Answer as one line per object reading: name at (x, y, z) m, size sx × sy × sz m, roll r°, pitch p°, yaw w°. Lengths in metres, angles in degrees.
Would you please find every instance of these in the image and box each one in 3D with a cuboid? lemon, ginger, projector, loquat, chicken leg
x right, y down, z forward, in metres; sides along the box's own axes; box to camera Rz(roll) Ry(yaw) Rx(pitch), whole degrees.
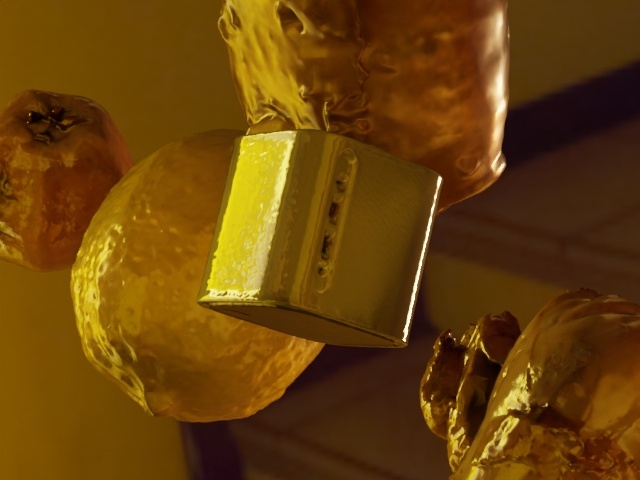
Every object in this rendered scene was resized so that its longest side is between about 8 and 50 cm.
lemon at (-0.070, 0.023, 1.248) m, size 0.180 × 0.193 × 0.180 m, roll 31°, pitch -5°, yaw 3°
ginger at (-0.008, -0.182, 1.074) m, size 0.254 × 0.418 × 0.176 m, roll -18°, pitch 34°, yaw -26°
projector at (0.000, 0.000, 0.889) m, size 0.083 × 0.082 × 0.083 m, roll 19°, pitch -12°, yaw -33°
loquat at (-0.194, -0.043, 1.388) m, size 0.137 × 0.137 × 0.113 m, roll -7°, pitch 40°, yaw 2°
chicken leg at (0.154, 0.202, 1.685) m, size 0.182 × 0.409 × 0.295 m, roll 32°, pitch 9°, yaw -41°
